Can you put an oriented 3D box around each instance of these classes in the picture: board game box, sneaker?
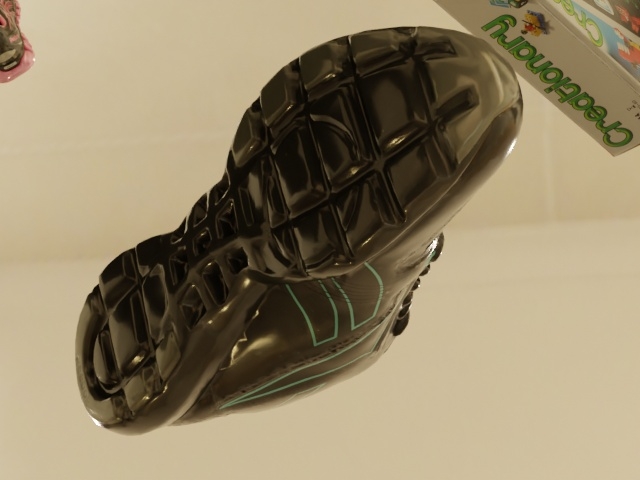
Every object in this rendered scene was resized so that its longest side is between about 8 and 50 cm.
[{"bbox_3d":[0.103,-0.206,1.034,0.053,0.305,0.193,-28,-137,33],"label":"board game box"},{"bbox_3d":[0.000,0.000,0.739,0.267,0.106,0.101,-38,-127,39],"label":"sneaker"},{"bbox_3d":[-0.264,-0.178,1.352,0.047,0.057,0.119,-34,-130,1],"label":"sneaker"}]
